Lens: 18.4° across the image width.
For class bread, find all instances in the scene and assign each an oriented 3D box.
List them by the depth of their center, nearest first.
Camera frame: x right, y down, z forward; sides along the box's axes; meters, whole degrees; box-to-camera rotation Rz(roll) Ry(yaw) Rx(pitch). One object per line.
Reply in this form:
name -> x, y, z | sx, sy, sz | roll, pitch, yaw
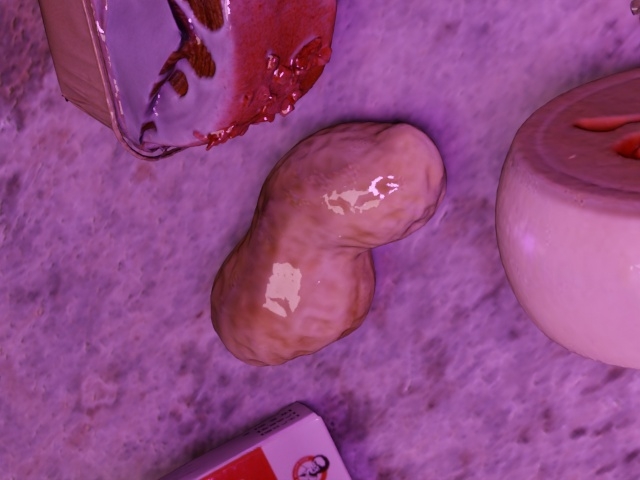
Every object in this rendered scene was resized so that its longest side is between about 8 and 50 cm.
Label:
bread -> -0.090, -0.166, 1.279 | 0.212, 0.142, 0.224 | 9, 119, 42

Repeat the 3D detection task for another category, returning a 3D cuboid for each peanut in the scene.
peanut -> 0.000, 0.000, 1.328 | 0.103, 0.098, 0.229 | 13, 131, -25

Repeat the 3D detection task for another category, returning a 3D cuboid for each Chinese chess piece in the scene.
Chinese chess piece -> 0.221, -0.021, 1.091 | 0.251, 0.251, 0.097 | 4, 118, 28

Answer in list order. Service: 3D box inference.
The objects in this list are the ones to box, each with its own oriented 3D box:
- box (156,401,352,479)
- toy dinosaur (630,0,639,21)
box -> -0.025, 0.322, 1.438 | 0.353, 0.214, 0.069 | 64, 168, -12
toy dinosaur -> 0.210, -0.171, 1.171 | 0.060, 0.029, 0.119 | -8, 104, 16
